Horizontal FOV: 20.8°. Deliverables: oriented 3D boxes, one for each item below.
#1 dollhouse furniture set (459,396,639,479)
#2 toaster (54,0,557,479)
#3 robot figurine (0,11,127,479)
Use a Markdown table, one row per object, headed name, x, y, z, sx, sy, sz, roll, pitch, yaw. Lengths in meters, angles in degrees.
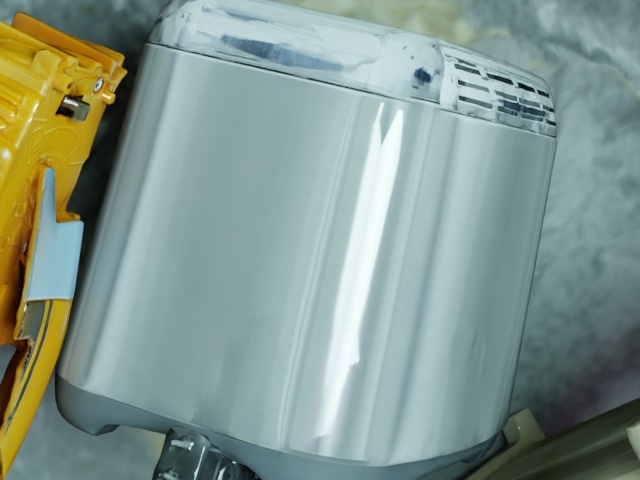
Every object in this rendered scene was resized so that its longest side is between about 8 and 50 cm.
| name | x | y | z | sx | sy | sz | roll | pitch | yaw |
| --- | --- | --- | --- | --- | --- | --- | --- | --- | --- |
| dollhouse furniture set | 0.083 | 0.168 | 0.656 | 0.355 | 0.303 | 0.174 | -28 | 87 | -39 |
| toaster | 0.000 | 0.000 | 0.592 | 0.227 | 0.129 | 0.146 | 1 | 102 | -68 |
| robot figurine | -0.179 | 0.046 | 0.556 | 0.211 | 0.085 | 0.291 | 29 | 103 | 16 |
